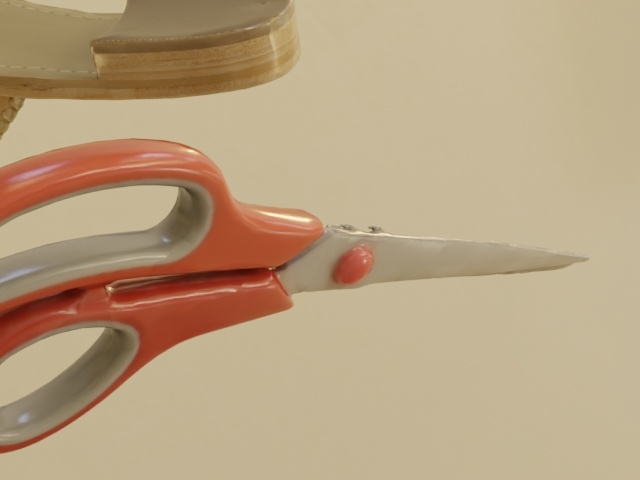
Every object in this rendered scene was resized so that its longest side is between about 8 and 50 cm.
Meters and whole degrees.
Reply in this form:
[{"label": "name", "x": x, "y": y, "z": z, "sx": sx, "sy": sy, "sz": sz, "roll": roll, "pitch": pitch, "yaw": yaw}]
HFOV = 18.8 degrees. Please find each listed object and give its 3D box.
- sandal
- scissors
[{"label": "sandal", "x": -0.123, "y": -0.049, "z": 0.707, "sx": 0.240, "sy": 0.088, "sz": 0.079, "roll": 1, "pitch": -60, "yaw": 14}, {"label": "scissors", "x": 0.000, "y": 0.000, "z": 0.634, "sx": 0.297, "sy": 0.021, "sz": 0.109, "roll": -13, "pitch": -48, "yaw": -36}]
